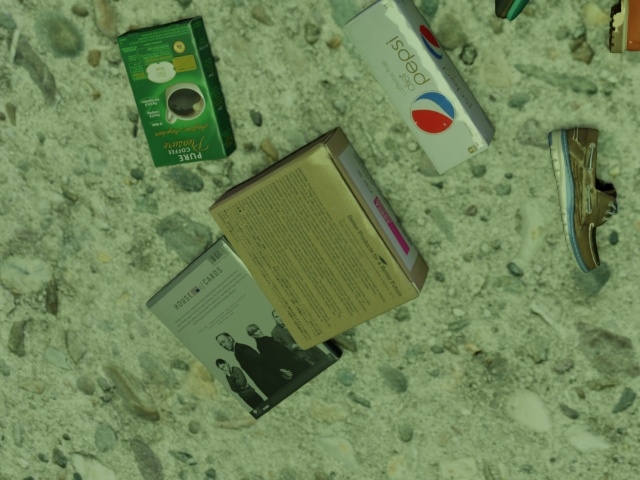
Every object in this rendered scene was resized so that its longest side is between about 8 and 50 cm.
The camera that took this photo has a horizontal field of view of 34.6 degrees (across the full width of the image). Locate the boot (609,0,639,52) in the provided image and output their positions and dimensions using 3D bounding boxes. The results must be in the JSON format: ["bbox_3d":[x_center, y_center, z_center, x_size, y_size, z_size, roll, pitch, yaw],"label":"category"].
[{"bbox_3d":[0.365,-0.284,1.127,0.085,0.059,0.157,2,122,13],"label":"boot"}]

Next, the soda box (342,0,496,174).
[{"bbox_3d":[0.121,-0.192,1.233,0.074,0.069,0.216,-30,101,27],"label":"soda box"}]

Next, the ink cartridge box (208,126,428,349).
[{"bbox_3d":[0.000,0.000,1.345,0.193,0.088,0.234,-27,102,24],"label":"ink cartridge box"}]

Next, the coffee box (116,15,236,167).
[{"bbox_3d":[-0.187,-0.191,1.344,0.113,0.040,0.184,-8,110,21],"label":"coffee box"}]

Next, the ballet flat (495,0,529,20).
[{"bbox_3d":[0.257,-0.373,1.104,0.096,0.095,0.280,41,109,8],"label":"ballet flat"}]

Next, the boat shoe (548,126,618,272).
[{"bbox_3d":[0.323,-0.047,1.237,0.066,0.066,0.183,-9,110,19],"label":"boat shoe"}]

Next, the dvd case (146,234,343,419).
[{"bbox_3d":[-0.111,0.126,1.470,0.179,0.029,0.238,-39,97,28],"label":"dvd case"}]
